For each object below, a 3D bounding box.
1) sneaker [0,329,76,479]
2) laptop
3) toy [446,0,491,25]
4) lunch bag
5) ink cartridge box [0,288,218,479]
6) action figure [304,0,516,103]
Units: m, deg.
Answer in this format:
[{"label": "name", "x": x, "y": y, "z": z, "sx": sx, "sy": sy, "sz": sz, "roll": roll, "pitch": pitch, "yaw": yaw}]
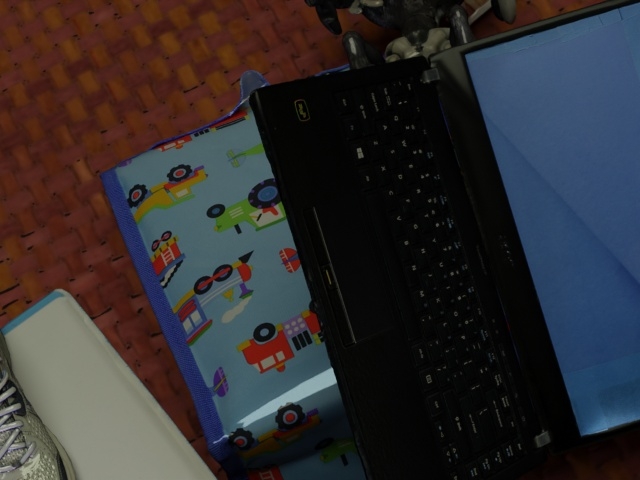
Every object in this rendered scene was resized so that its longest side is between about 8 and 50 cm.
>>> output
[{"label": "sneaker", "x": -0.159, "y": 0.079, "z": 0.921, "sx": 0.052, "sy": 0.058, "sz": 0.135, "roll": -30, "pitch": 64, "yaw": -8}, {"label": "laptop", "x": 0.117, "y": 0.002, "z": 1.017, "sx": 0.137, "sy": 0.264, "sz": 0.234, "roll": -17, "pitch": 90, "yaw": 34}, {"label": "toy", "x": 0.136, "y": -0.262, "z": 1.365, "sx": 0.237, "sy": 0.056, "sz": 0.137, "roll": -40, "pitch": 65, "yaw": -12}, {"label": "lunch bag", "x": 0.000, "y": 0.000, "z": 1.217, "sx": 0.221, "sy": 0.138, "sz": 0.293, "roll": -24, "pitch": 54, "yaw": -3}, {"label": "ink cartridge box", "x": -0.133, "y": 0.202, "z": 1.042, "sx": 0.198, "sy": 0.270, "sz": 0.197, "roll": -36, "pitch": 65, "yaw": -10}, {"label": "action figure", "x": 0.056, "y": -0.156, "z": 1.198, "sx": 0.164, "sy": 0.141, "sz": 0.275, "roll": -9, "pitch": 44, "yaw": 2}]
